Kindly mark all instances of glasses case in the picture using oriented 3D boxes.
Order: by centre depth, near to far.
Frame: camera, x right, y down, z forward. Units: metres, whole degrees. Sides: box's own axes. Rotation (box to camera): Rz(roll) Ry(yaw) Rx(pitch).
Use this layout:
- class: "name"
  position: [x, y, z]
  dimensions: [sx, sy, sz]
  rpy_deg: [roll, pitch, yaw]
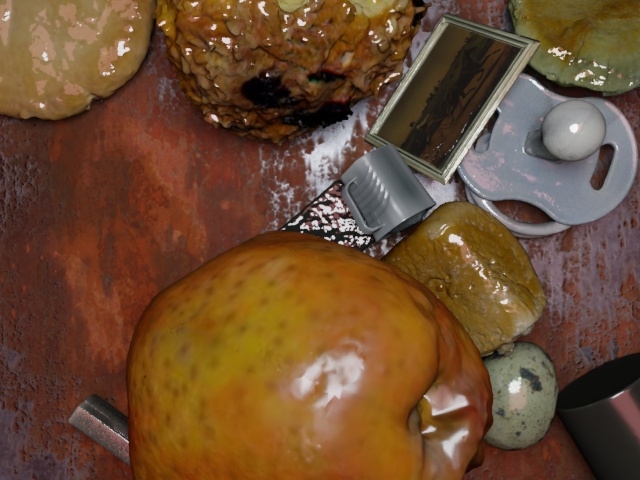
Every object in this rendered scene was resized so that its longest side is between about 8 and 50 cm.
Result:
- class: "glasses case"
  position: [-0.324, 0.342, 1.065]
  dimensions: [0.205, 0.071, 0.047]
  rpy_deg: [36, 89, 2]

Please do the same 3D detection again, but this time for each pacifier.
- class: "pacifier"
  position: [0.349, -0.136, 0.944]
  dimensions: [0.300, 0.233, 0.243]
  rpy_deg: [17, 83, 2]

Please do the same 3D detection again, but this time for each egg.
- class: "egg"
  position: [0.308, 0.246, 1.001]
  dimensions: [0.141, 0.141, 0.181]
  rpy_deg: [17, 101, 2]

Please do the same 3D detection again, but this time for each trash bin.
- class: "trash bin"
  position: [0.531, 0.357, 0.966]
  dimensions: [0.214, 0.214, 0.333]
  rpy_deg: [-30, 83, 3]

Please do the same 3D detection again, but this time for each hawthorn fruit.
- class: "hawthorn fruit"
  position: [-0.009, 0.214, 0.811]
  dimensions: [0.473, 0.472, 0.471]
  rpy_deg: [0, 91, 2]

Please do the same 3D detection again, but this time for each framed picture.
- class: "framed picture"
  position: [0.196, -0.232, 0.990]
  dimensions: [0.197, 0.014, 0.252]
  rpy_deg: [38, 99, 42]

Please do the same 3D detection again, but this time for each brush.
- class: "brush"
  position: [0.000, 0.000, 1.049]
  dimensions: [0.197, 0.059, 0.123]
  rpy_deg: [-41, 88, 1]

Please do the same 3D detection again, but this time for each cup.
- class: "cup"
  position: [0.094, -0.067, 0.983]
  dimensions: [0.128, 0.095, 0.129]
  rpy_deg: [-26, 79, -33]

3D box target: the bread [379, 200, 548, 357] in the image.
- class: "bread"
  position: [0.229, 0.070, 0.979]
  dimensions: [0.246, 0.176, 0.195]
  rpy_deg: [52, 130, 6]

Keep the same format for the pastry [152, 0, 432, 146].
- class: "pastry"
  position: [-0.047, -0.303, 0.922]
  dimensions: [0.406, 0.337, 0.292]
  rpy_deg: [-14, 71, -27]

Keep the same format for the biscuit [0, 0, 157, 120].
- class: "biscuit"
  position: [-0.483, -0.423, 1.036]
  dimensions: [0.430, 0.104, 0.445]
  rpy_deg: [4, 91, 1]

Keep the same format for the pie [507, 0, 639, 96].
- class: "pie"
  position: [0.434, -0.345, 0.979]
  dimensions: [0.307, 0.071, 0.306]
  rpy_deg: [0, 58, 0]
